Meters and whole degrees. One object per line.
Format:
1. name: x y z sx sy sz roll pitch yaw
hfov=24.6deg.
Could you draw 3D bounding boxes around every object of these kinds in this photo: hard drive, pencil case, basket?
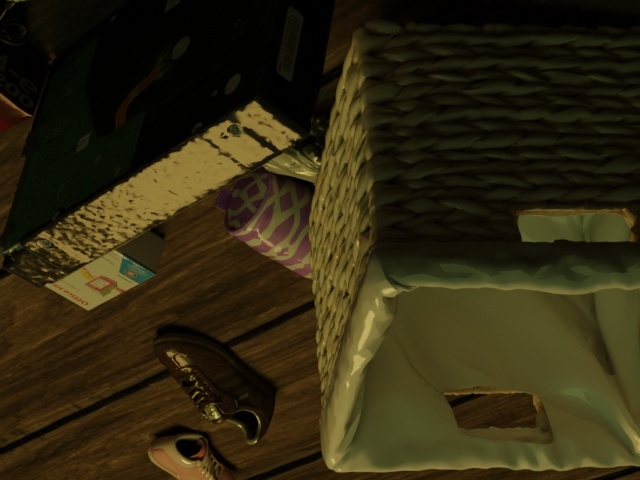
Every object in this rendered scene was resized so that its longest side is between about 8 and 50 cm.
1. hard drive: -0.125 -0.119 1.191 0.339 0.237 0.064 -26 131 38
2. pencil case: 0.000 0.000 1.464 0.206 0.086 0.088 32 171 -28
3. basket: 0.166 0.015 1.245 0.328 0.266 0.331 0 145 -8

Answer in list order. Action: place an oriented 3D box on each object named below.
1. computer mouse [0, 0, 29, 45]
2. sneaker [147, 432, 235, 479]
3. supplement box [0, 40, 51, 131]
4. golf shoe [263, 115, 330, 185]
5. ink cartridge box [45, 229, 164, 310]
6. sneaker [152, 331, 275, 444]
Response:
1. computer mouse: -0.246 -0.228 1.219 0.106 0.042 0.193 -6 155 -49
2. sneaker: -0.156 0.294 1.922 0.134 0.051 0.070 34 143 -24
3. supplement box: -0.383 -0.137 1.361 0.239 0.073 0.130 -20 135 33
4. golf shoe: -0.052 -0.091 1.362 0.176 0.069 0.086 23 148 -17
5. ink cartridge box: -0.240 0.018 1.561 0.088 0.052 0.122 34 139 -31
6. sneaker: -0.124 0.175 1.735 0.066 0.071 0.188 -25 133 38
